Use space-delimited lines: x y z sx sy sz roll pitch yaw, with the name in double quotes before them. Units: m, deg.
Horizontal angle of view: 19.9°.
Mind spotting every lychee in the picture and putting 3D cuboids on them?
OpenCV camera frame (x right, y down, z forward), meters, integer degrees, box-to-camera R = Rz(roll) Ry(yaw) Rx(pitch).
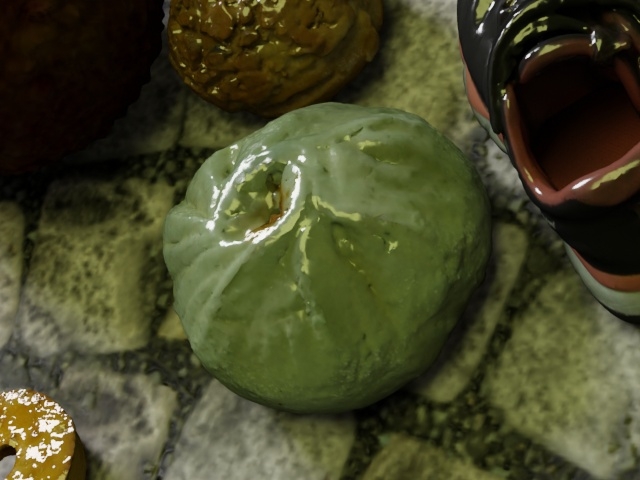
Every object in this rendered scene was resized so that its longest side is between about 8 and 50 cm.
"lychee" -0.229 -0.164 1.185 0.261 0.260 0.260 -13 57 21

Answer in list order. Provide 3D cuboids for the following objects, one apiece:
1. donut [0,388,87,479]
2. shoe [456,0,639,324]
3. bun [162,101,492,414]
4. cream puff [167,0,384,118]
"donut" -0.187 0.148 1.112 0.108 0.043 0.097 -49 51 -6
"shoe" 0.133 -0.091 1.018 0.114 0.137 0.291 -29 52 10
"bun" 0.000 0.000 1.052 0.195 0.118 0.195 -13 55 19
"cream puff" -0.035 -0.145 1.162 0.144 0.103 0.126 -21 56 24
